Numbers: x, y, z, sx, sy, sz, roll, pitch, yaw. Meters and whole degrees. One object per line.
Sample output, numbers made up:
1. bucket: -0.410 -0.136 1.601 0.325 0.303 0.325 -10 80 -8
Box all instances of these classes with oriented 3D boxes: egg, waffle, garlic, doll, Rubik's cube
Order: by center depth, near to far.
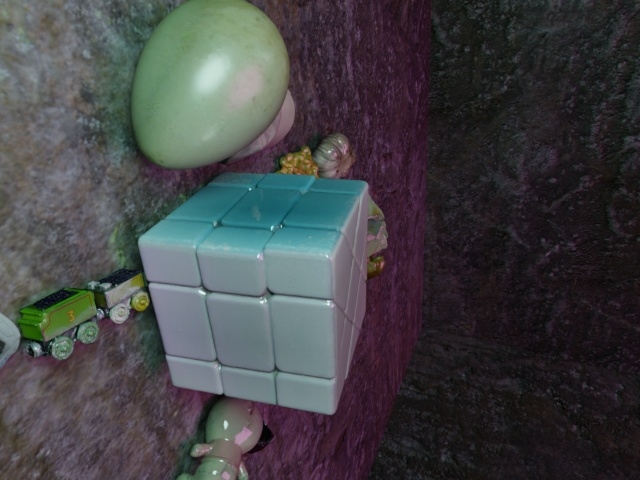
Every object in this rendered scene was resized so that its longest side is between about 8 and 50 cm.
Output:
1. egg: -0.173 -0.237 0.724 0.295 0.218 0.218 -60 151 -20
2. Rubik's cube: -0.089 0.075 0.864 0.322 0.315 0.319 -59 151 -58
3. doll: -0.202 0.448 1.039 0.155 0.113 0.275 46 48 -20
4. waffle: -0.068 -0.121 1.238 0.238 0.058 0.243 -50 141 -44
5. garlic: 0.034 -0.243 1.359 0.159 0.102 0.147 -16 128 -52

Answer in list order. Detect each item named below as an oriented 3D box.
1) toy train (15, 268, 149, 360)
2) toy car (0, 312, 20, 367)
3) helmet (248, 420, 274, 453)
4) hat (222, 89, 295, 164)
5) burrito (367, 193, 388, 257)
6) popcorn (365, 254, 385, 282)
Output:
1. toy train: -0.334 0.097 0.681 0.202 0.060 0.081 -39 128 -60
2. toy car: -0.413 0.082 0.497 0.205 0.056 0.095 77 33 -44
3. helmet: -0.179 0.493 1.175 0.070 0.098 0.123 -50 154 9
4. hat: -0.107 -0.265 0.977 0.226 0.164 0.220 -8 109 -44
5. burrito: 0.002 0.003 1.135 0.331 0.135 0.190 -25 105 -21
6. popcorn: 0.050 0.062 1.327 0.237 0.251 0.206 -39 131 -52
